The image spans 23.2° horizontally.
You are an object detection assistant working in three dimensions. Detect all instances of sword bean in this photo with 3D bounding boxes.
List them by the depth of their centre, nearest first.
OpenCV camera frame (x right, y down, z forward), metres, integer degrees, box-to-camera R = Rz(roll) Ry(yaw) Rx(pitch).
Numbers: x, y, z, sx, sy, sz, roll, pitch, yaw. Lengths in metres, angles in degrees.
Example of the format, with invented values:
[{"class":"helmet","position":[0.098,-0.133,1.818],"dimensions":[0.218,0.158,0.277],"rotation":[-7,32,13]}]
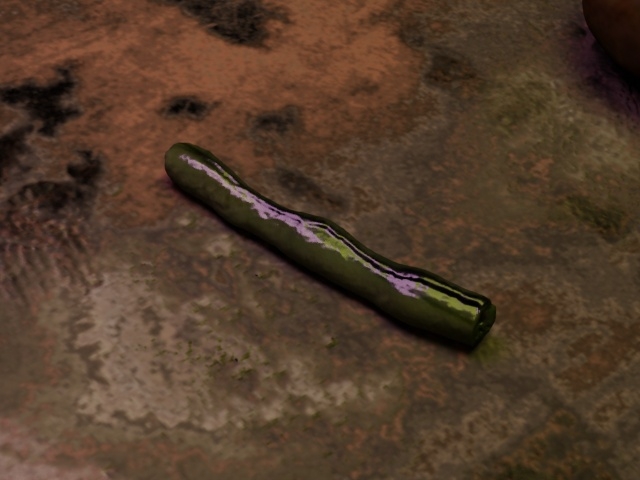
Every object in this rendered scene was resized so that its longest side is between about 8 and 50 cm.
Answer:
[{"class":"sword bean","position":[-0.001,0.000,1.098],"dimensions":[0.269,0.038,0.043],"rotation":[29,51,18]}]

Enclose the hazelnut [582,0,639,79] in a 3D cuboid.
[{"class":"hazelnut","position":[0.315,-0.211,1.304],"dimensions":[0.186,0.210,0.210],"rotation":[-22,41,18]}]
